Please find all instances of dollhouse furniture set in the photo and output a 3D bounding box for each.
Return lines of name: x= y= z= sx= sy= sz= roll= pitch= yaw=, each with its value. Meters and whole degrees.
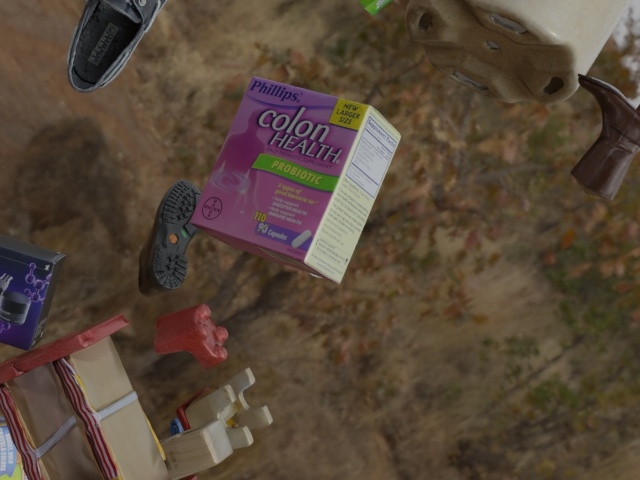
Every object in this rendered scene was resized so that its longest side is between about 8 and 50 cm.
dollhouse furniture set: x=-0.206 y=0.181 z=1.200 sx=0.201 sy=0.152 sz=0.374 roll=67 pitch=15 yaw=-1

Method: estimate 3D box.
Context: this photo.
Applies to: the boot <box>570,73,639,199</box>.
boot: x=0.299 y=-0.112 z=1.196 sx=0.106 sy=0.114 sz=0.037 roll=37 pitch=21 yaw=21

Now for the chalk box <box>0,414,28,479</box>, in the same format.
chalk box: x=-0.512 y=0.361 z=1.828 sx=0.132 sy=0.213 sz=0.133 roll=176 pitch=-88 yaw=-66

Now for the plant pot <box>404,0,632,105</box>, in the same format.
plant pot: x=0.259 y=-0.345 z=1.315 sx=0.333 sy=0.306 sz=0.334 roll=25 pitch=-16 yaw=8

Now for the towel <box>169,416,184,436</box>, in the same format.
towel: x=-0.222 y=0.334 z=1.996 sx=0.119 sy=0.029 sz=0.067 roll=-23 pitch=119 yaw=-45

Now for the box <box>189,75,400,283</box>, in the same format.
box: x=-0.036 y=-0.090 z=1.601 sx=0.213 sy=0.243 sz=0.117 roll=19 pitch=-8 yaw=31

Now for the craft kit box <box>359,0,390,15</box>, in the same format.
craft kit box: x=0.103 y=-0.523 z=1.695 sx=0.250 sy=0.246 sz=0.061 roll=56 pitch=16 yaw=10

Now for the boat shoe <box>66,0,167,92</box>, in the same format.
boat shoe: x=-0.269 y=-0.339 z=1.517 sx=0.108 sy=0.301 sz=0.102 roll=31 pitch=16 yaw=-13

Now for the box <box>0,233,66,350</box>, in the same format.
box: x=-0.642 y=0.079 z=2.084 sx=0.261 sy=0.184 sz=0.103 roll=17 pitch=6 yaw=-3

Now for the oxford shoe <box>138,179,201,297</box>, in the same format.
oxford shoe: x=-0.258 y=-0.006 z=1.816 sx=0.082 sy=0.096 sz=0.227 roll=35 pitch=49 yaw=-24

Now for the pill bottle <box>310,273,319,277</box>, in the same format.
pill bottle: x=0.000 y=0.000 z=1.856 sx=0.078 sy=0.078 sz=0.137 roll=51 pitch=16 yaw=-26
